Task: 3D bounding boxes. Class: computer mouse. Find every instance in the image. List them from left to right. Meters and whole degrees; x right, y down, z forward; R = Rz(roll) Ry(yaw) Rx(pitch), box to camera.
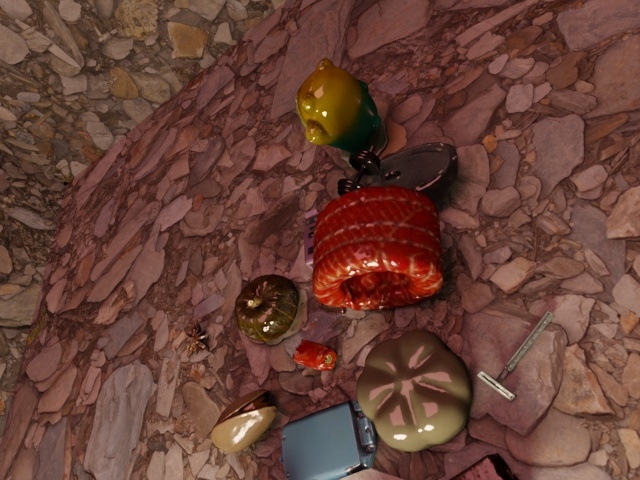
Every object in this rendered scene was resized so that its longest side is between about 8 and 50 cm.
[{"bbox_3d":[0.240,-0.165,1.306,0.374,0.114,0.203,-13,55,35],"label":"computer mouse"}]

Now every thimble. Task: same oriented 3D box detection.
[{"bbox_3d":[0.145,0.032,1.118,0.350,0.350,0.230,-16,58,31],"label":"thimble"}]

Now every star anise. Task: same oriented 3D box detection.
[{"bbox_3d":[-0.437,0.344,1.570,0.124,0.056,0.129,-21,68,24],"label":"star anise"}]

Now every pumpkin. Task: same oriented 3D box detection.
[{"bbox_3d":[-0.180,0.209,1.383,0.219,0.162,0.218,-16,57,26],"label":"pumpkin"}]

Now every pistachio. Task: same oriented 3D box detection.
[{"bbox_3d":[-0.217,0.508,1.253,0.206,0.131,0.129,-42,54,5],"label":"pistachio"}]

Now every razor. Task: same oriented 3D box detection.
[{"bbox_3d":[0.442,0.241,0.967,0.084,0.036,0.211,38,84,21],"label":"razor"}]

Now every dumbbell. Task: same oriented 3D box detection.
[{"bbox_3d":[0.111,-0.184,1.271,0.099,0.099,0.208,15,74,42],"label":"dumbbell"}]

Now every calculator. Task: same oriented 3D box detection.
[{"bbox_3d":[0.009,0.521,1.120,0.293,0.051,0.172,-29,51,22],"label":"calculator"}]

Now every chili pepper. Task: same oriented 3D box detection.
[{"bbox_3d":[-0.013,0.328,1.244,0.123,0.073,0.070,4,109,42],"label":"chili pepper"}]

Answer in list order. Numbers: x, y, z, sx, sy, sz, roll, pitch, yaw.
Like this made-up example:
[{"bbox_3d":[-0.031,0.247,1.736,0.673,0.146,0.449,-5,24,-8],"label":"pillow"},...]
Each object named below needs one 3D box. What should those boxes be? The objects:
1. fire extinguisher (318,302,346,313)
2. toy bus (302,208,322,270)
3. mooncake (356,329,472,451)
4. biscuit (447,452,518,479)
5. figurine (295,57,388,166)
[{"bbox_3d":[0.034,0.189,1.314,0.100,0.032,0.046,7,80,34],"label":"fire extinguisher"},{"bbox_3d":[0.000,0.000,1.400,0.096,0.108,0.198,-23,52,26],"label":"toy bus"},{"bbox_3d":[0.212,0.339,1.016,0.275,0.135,0.274,-18,53,25],"label":"mooncake"},{"bbox_3d":[0.231,0.580,0.895,0.388,0.073,0.107,-40,48,12],"label":"biscuit"},{"bbox_3d":[0.070,-0.410,1.431,0.232,0.340,0.323,6,70,40],"label":"figurine"}]
